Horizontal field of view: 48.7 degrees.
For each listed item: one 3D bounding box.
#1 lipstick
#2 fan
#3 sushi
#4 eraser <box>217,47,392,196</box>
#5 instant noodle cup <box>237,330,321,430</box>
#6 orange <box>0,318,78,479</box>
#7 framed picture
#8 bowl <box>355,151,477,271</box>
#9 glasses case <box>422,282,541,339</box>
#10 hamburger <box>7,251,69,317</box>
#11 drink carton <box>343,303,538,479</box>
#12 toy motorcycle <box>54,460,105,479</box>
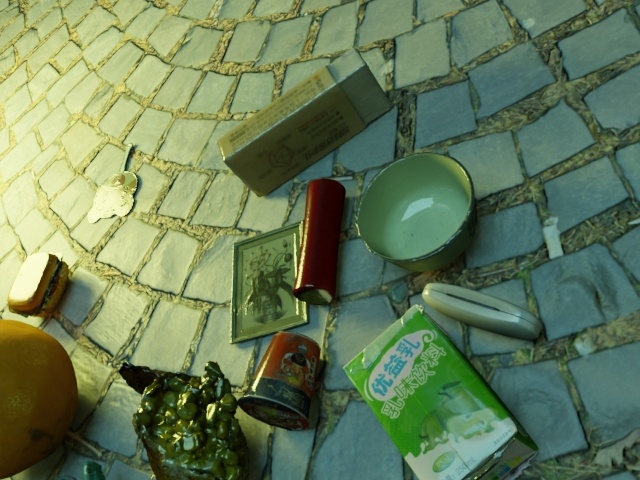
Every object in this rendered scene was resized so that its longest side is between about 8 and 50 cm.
[{"bbox_3d":[0.000,0.000,1.316,0.080,0.080,0.241,-10,57,27],"label":"lipstick"},{"bbox_3d":[-0.504,-0.148,1.766,0.152,0.008,0.227,-8,59,29],"label":"fan"},{"bbox_3d":[-0.228,0.311,1.202,0.166,0.179,0.296,-16,38,-17],"label":"sushi"},{"bbox_3d":[-0.033,-0.236,1.440,0.343,0.144,0.078,-32,48,10],"label":"eraser"},{"bbox_3d":[-0.058,0.232,1.189,0.127,0.127,0.136,-2,52,31],"label":"instant noodle cup"},{"bbox_3d":[-0.628,0.306,1.376,0.312,0.312,0.312,-16,55,23],"label":"orange"},{"bbox_3d":[-0.102,0.078,1.374,0.173,0.010,0.231,-19,54,21],"label":"framed picture"},{"bbox_3d":[0.177,-0.035,1.205,0.211,0.112,0.211,-16,55,24],"label":"bowl"},{"bbox_3d":[0.247,0.109,1.097,0.193,0.074,0.049,15,74,38],"label":"glasses case"},{"bbox_3d":[-0.654,0.104,1.650,0.137,0.087,0.166,1,61,33],"label":"hamburger"},{"bbox_3d":[0.174,0.242,1.037,0.161,0.108,0.271,-41,49,3],"label":"drink carton"},{"bbox_3d":[-0.402,0.534,1.212,0.198,0.109,0.297,-33,59,16],"label":"toy motorcycle"}]
